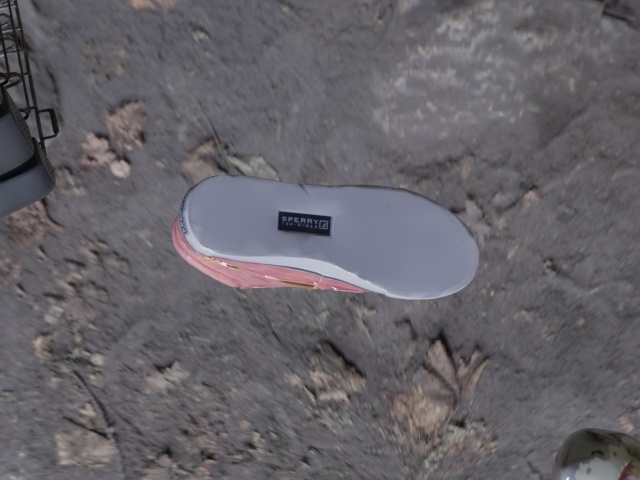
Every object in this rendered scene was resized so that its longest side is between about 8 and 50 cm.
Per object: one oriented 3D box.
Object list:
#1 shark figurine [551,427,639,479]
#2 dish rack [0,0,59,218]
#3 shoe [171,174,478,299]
[{"bbox_3d":[0.146,0.196,0.663,0.116,0.166,0.278,11,118,33],"label":"shark figurine"},{"bbox_3d":[-0.235,-0.162,0.731,0.074,0.208,0.272,-17,58,-2],"label":"dish rack"},{"bbox_3d":[0.000,0.000,0.706,0.177,0.081,0.064,9,80,-13],"label":"shoe"}]
